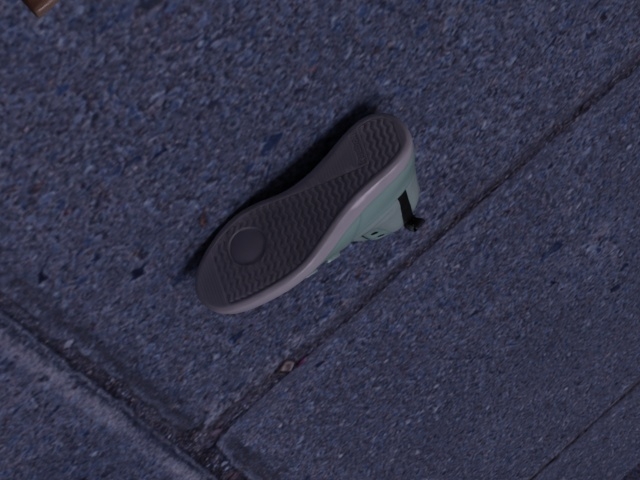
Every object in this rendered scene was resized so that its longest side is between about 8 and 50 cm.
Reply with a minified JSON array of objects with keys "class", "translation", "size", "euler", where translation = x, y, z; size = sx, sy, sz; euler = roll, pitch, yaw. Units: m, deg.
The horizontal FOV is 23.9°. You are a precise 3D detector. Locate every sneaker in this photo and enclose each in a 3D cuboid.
[{"class":"sneaker","translation":[0.001,0.000,1.482],"size":[0.256,0.094,0.151],"euler":[-40,155,-4]}]

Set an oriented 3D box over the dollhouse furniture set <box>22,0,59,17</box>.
[{"class":"dollhouse furniture set","translation":[-0.206,-0.222,0.862],"size":[0.259,0.135,0.262],"euler":[-42,152,-1]}]
